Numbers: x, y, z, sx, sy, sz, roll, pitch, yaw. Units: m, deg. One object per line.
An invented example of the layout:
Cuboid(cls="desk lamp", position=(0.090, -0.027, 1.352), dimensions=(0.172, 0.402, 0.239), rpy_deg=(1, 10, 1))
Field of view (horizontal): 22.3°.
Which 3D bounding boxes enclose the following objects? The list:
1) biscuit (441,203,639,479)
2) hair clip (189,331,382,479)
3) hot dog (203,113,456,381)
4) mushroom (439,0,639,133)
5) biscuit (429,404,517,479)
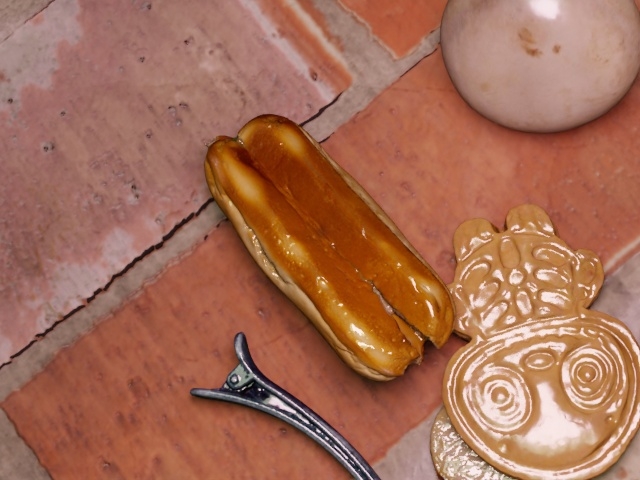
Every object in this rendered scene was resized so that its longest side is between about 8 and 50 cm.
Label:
Cuboid(cls="biscuit", position=(0.214, 0.101, 1.614), dimensions=(0.202, 0.044, 0.289), rpy_deg=(-11, 74, 5))
Cuboid(cls="hair clip", position=(-0.003, 0.205, 1.631), dimensions=(0.275, 0.048, 0.083), rpy_deg=(38, 81, 14))
Cuboid(cls="hot dog", position=(0.000, 0.000, 1.645), dimensions=(0.135, 0.100, 0.337), rpy_deg=(-37, 67, -12))
Cuboid(cls="mushroom", position=(0.227, -0.215, 1.637), dimensions=(0.204, 0.204, 0.204), rpy_deg=(-2, 77, 9))
Cuboid(cls="biscuit", position=(0.167, 0.203, 1.618), dimensions=(0.120, 0.015, 0.120), rpy_deg=(-2, 76, 9))
